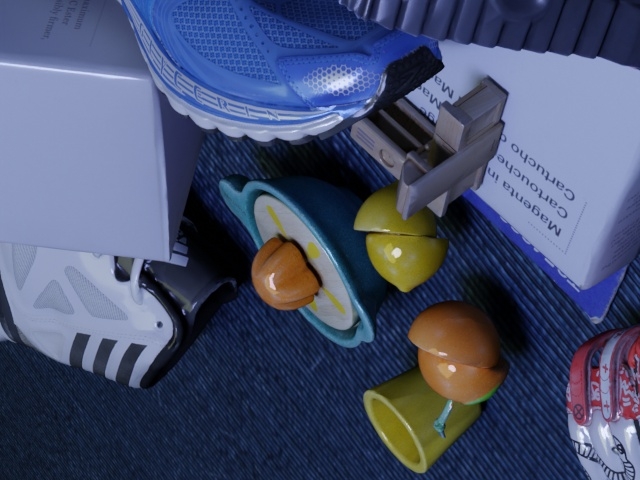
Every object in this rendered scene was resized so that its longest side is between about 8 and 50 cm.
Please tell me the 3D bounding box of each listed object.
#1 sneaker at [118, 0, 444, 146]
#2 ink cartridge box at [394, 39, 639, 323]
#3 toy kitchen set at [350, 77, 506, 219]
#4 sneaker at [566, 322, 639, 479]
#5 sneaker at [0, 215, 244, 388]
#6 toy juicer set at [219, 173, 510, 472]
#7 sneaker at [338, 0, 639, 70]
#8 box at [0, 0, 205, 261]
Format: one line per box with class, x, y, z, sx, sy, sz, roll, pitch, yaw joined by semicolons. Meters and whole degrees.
sneaker;-0.064;-0.172;0.968;0.330;0.130;0.147;39;149;33
ink cartridge box;0.065;-0.131;1.013;0.324;0.071;0.330;44;149;21
toy kitchen set;0.046;-0.057;0.979;0.075;0.068;0.083;43;151;21
sneaker;0.193;0.063;0.992;0.145;0.090;0.270;22;140;43
sneaker;-0.172;-0.066;1.415;0.257;0.169;0.447;20;136;25
toy juicer set;0.000;0.000;1.209;0.329;0.089;0.209;54;162;8
sneaker;0.148;-0.126;0.768;0.319;0.131;0.112;18;122;-14
box;-0.246;-0.136;1.167;0.345;0.215;0.168;7;139;6
